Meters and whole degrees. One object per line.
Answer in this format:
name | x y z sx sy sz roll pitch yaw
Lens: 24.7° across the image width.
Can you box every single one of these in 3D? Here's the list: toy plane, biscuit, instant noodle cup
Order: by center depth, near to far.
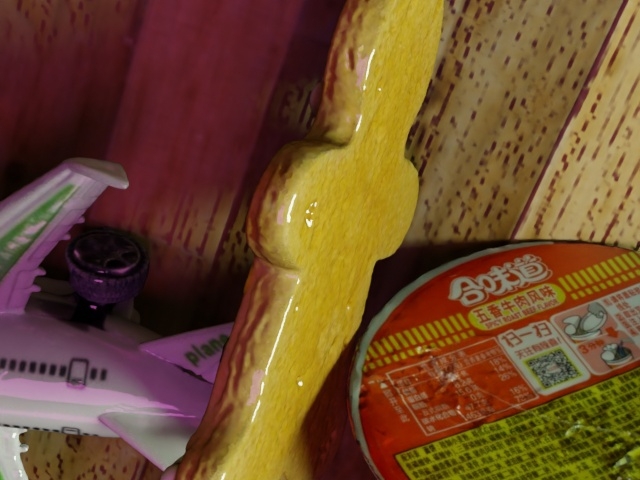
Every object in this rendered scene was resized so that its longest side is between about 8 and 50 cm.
biscuit | -0.002 0.000 0.589 0.035 0.158 0.240 18 94 17
instant noodle cup | 0.110 0.140 0.662 0.193 0.193 0.212 1 131 6
toy plane | -0.152 0.051 0.672 0.255 0.101 0.251 14 124 2
